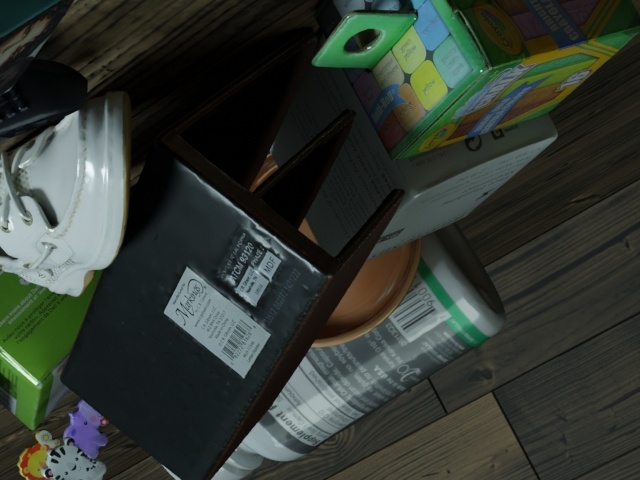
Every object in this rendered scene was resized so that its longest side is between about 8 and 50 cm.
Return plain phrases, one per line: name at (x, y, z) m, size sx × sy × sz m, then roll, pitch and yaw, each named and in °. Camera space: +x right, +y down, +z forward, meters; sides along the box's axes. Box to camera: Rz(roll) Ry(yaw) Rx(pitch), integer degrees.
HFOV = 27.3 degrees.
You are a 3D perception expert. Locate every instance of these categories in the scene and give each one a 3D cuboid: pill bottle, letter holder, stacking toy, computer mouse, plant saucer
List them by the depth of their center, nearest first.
computer mouse at (-0.256, -0.059, 0.793) m, size 0.242 × 0.041 × 0.071 m, roll -21°, pitch -174°, yaw -5°
letter holder at (-0.050, 0.015, 1.032) m, size 0.214 × 0.152 × 0.302 m, roll -45°, pitch 170°, yaw -44°
plant saucer at (0.000, 0.000, 1.228) m, size 0.200 × 0.200 × 0.037 m, roll -30°, pitch 167°, yaw 13°
stacking toy at (-0.196, 0.138, 1.232) m, size 0.221 × 0.052 × 0.167 m, roll -56°, pitch -166°, yaw -16°
pill bottle at (-0.011, 0.097, 1.350) m, size 0.361 × 0.204 × 0.204 m, roll -33°, pitch 168°, yaw 13°

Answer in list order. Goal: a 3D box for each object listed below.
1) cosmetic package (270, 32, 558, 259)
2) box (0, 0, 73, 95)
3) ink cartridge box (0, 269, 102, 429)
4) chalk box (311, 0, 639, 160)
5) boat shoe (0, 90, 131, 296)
cosmetic package at (0.067, -0.091, 1.097) m, size 0.151 × 0.151 × 0.183 m, roll -23°, pitch 168°, yaw -25°
box at (-0.219, -0.057, 0.582) m, size 0.100 × 0.060 × 0.244 m, roll -39°, pitch -175°, yaw 47°
ink cartridge box at (-0.206, 0.033, 1.198) m, size 0.255 × 0.097 × 0.189 m, roll -49°, pitch 178°, yaw -24°
chalk box at (0.095, -0.151, 0.935) m, size 0.213 × 0.132 × 0.132 m, roll -20°, pitch 167°, yaw -34°
boat shoe at (-0.194, -0.025, 0.927) m, size 0.096 × 0.098 × 0.277 m, roll 8°, pitch 157°, yaw -17°
